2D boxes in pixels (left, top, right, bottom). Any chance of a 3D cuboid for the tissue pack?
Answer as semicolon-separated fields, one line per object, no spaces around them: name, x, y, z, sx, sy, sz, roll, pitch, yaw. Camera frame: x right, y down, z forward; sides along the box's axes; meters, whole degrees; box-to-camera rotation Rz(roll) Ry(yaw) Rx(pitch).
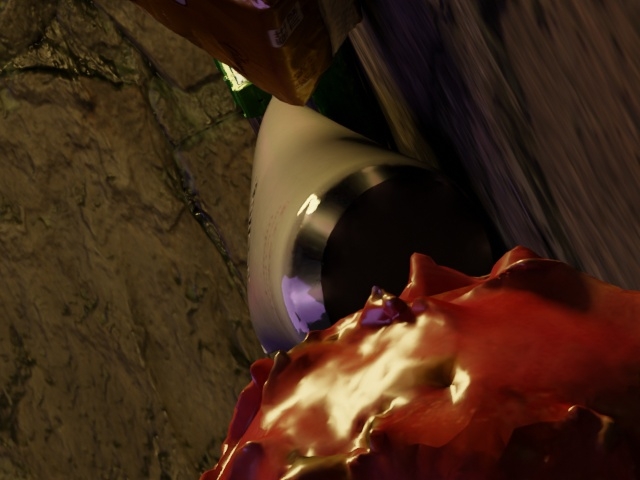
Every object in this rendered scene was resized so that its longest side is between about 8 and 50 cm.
tissue pack;-0.071;-0.179;1.021;0.183;0.092;0.226;33;172;13

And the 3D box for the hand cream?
hand cream;0.000;0.000;1.180;0.358;0.118;0.186;-159;69;-76

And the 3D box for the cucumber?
cucumber;0.008;-0.105;1.276;0.155;0.037;0.037;65;177;-33

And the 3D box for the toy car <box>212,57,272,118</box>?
toy car;-0.077;-0.190;1.800;0.165;0.062;0.071;62;178;27

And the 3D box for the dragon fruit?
dragon fruit;0.068;0.116;0.558;0.268;0.205;0.210;54;-178;-45
